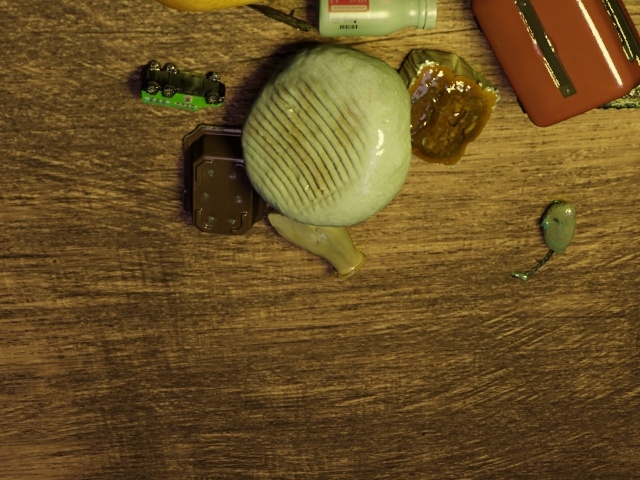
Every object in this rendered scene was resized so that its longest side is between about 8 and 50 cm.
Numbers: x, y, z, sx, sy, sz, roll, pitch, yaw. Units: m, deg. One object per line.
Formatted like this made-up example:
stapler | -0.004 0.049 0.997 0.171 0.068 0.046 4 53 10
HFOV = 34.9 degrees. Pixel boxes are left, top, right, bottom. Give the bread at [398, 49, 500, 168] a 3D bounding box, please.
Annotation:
bread | 0.230 -0.258 2.004 0.192 0.110 0.210 19 124 -20

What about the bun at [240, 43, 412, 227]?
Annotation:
bun | 0.021 -0.196 1.928 0.362 0.211 0.362 6 102 29

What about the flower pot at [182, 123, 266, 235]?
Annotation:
flower pot | -0.198 -0.109 2.095 0.179 0.084 0.251 5 127 -2

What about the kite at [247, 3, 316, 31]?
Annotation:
kite | -0.175 -0.432 1.800 0.360 0.204 0.022 16 106 -9

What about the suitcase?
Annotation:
suitcase | 0.430 -0.370 1.821 0.236 0.161 0.297 -21 104 40

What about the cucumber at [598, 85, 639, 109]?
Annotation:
cucumber | 0.642 -0.297 1.990 0.359 0.096 0.096 4 128 1

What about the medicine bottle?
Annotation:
medicine bottle | 0.102 -0.422 1.877 0.216 0.090 0.090 -1 128 -5

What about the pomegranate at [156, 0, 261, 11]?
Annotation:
pomegranate | -0.163 -0.551 1.569 0.416 0.417 0.417 -2 128 -3

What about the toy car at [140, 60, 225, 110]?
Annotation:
toy car | -0.267 -0.292 1.966 0.165 0.071 0.062 8 142 -11

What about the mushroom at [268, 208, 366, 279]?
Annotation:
mushroom | 0.004 -0.010 2.193 0.247 0.096 0.108 38 91 -32

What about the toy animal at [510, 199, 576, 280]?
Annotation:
toy animal | 0.511 0.003 2.269 0.079 0.070 0.253 33 140 14
